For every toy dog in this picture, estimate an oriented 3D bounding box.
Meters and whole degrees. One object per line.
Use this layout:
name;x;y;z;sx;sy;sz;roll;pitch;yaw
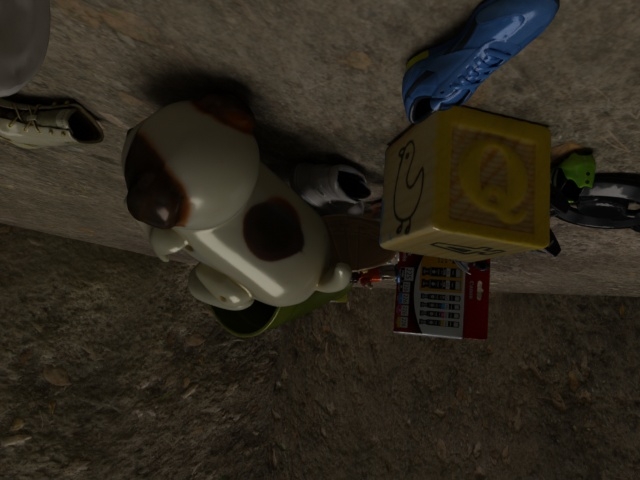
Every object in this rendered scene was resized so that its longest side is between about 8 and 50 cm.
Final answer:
toy dog;-0.164;-0.046;0.828;0.395;0.285;0.408;34;166;36

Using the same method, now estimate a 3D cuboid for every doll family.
doll family;0.118;0.002;1.323;0.163;0.263;0.118;-3;134;2

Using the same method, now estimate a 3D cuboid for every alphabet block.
alphabet block;0.220;-0.077;0.789;0.193;0.193;0.197;7;169;-14

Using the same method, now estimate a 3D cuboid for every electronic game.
electronic game;0.559;-0.074;0.989;0.229;0.048;0.229;13;167;3

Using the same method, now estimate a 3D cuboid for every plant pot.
plant pot;-0.088;0.067;1.411;0.366;0.367;0.352;-5;176;44

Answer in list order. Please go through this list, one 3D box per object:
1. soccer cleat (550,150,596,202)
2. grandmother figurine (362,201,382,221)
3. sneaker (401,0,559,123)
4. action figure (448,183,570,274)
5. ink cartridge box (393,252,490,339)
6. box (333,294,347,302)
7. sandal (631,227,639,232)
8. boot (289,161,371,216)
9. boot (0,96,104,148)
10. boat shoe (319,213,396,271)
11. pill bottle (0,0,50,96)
soccer cleat;0.426;-0.097;0.877;0.060;0.073;0.179;5;169;5
grandmother figurine;0.213;-0.068;1.113;0.207;0.104;0.342;-20;179;-27
sneaker;0.163;-0.186;0.535;0.069;0.082;0.209;13;166;-26
action figure;0.334;-0.021;0.946;0.099;0.185;0.285;35;166;-8
ink cartridge box;0.372;0.136;1.508;0.271;0.310;0.130;2;169;18
box;0.042;0.079;1.585;0.087;0.233;0.058;-5;169;41
sandal;0.804;0.003;0.964;0.167;0.107;0.445;12;180;-22
boot;0.055;-0.091;1.048;0.123;0.095;0.258;7;171;36
boot;-0.486;-0.202;0.817;0.164;0.077;0.213;3;174;16
boat shoe;0.000;0.000;1.083;0.340;0.122;0.110;0;-170;15
pill bottle;-0.424;-0.220;0.415;0.318;0.177;0.176;5;169;3
